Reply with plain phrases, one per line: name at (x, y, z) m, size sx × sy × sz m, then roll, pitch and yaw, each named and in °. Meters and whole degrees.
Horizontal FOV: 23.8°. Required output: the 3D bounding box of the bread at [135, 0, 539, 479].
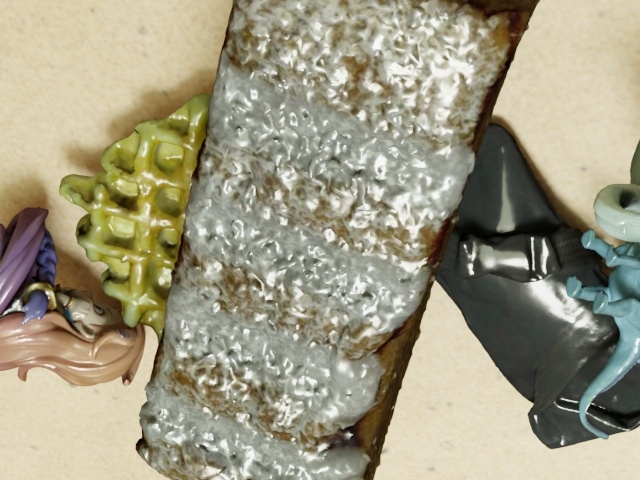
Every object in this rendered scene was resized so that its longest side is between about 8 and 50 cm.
bread at (0.000, 0.000, 0.943) m, size 0.165 × 0.113 × 0.416 m, roll 19°, pitch 123°, yaw 7°

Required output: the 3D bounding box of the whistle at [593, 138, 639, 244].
whistle at (0.285, -0.032, 0.876) m, size 0.290 × 0.163 × 0.163 m, roll -8°, pitch 132°, yaw -21°

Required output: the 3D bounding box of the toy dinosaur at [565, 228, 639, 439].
toy dinosaur at (0.196, 0.033, 0.955) m, size 0.080 × 0.045 × 0.197 m, roll 10°, pitch 102°, yaw -31°

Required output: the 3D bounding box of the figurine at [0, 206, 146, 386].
figurine at (-0.206, 0.059, 1.124) m, size 0.157 × 0.114 × 0.126 m, roll 52°, pitch 160°, yaw -26°

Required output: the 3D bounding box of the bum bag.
bum bag at (0.134, 0.035, 1.014) m, size 0.123 × 0.060 × 0.248 m, roll -32°, pitch 109°, yaw 35°

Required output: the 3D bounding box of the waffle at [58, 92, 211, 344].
waffle at (-0.065, 0.005, 1.068) m, size 0.204 × 0.054 × 0.223 m, roll -29°, pitch 110°, yaw 27°
